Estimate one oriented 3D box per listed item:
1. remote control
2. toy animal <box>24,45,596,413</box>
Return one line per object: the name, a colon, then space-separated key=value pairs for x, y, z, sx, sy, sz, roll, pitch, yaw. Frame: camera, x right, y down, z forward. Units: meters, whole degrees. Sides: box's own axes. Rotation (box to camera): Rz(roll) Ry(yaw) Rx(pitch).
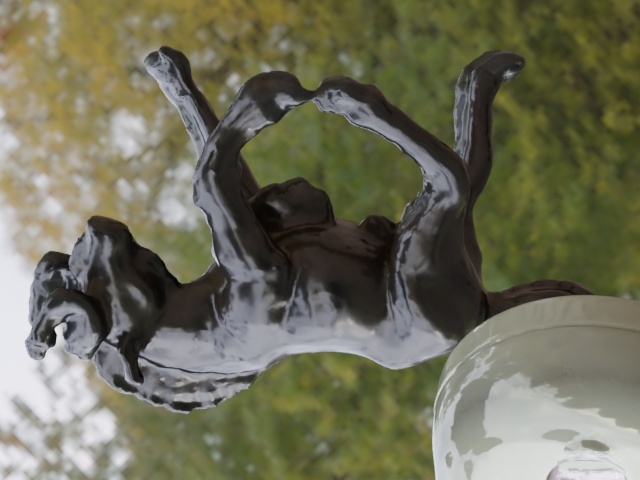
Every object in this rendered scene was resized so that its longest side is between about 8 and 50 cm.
remote control: x=0.073 y=0.101 z=0.504 sx=0.042 sy=0.078 sz=0.221 roll=-81 pitch=-12 yaw=-46
toy animal: x=0.000 y=0.000 z=0.742 sx=0.233 sy=0.148 sz=0.084 roll=0 pitch=-165 yaw=-7
